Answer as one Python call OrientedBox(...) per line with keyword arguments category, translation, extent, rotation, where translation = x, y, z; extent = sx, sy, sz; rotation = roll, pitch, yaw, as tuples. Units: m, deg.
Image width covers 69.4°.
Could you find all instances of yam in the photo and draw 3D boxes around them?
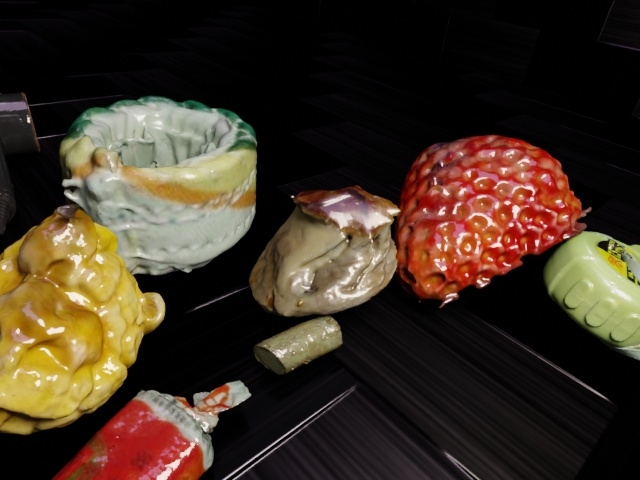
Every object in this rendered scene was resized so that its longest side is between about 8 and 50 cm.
OrientedBox(category="yam", translation=(-0.022, 0.112, 0.494), extent=(0.094, 0.043, 0.043), rotation=(-20, 42, -35))

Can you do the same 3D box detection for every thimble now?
OrientedBox(category="thimble", translation=(-0.218, -0.083, 0.639), extent=(0.253, 0.168, 0.288), rotation=(9, 32, 3))

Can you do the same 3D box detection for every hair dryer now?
OrientedBox(category="hair dryer", translation=(-0.524, -0.112, 0.695), extent=(0.188, 0.107, 0.352), rotation=(-16, 45, -28))

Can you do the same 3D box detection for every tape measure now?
OrientedBox(category="tape measure", translation=(0.377, 0.066, 0.593), extent=(0.175, 0.106, 0.200), rotation=(29, 38, 10))

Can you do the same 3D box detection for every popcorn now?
OrientedBox(category="popcorn", translation=(-0.240, 0.075, 0.425), extent=(0.140, 0.163, 0.194), rotation=(-6, 63, 12))

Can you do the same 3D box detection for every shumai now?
OrientedBox(category="shumai", translation=(0.000, 0.000, 0.558), extent=(0.201, 0.120, 0.201), rotation=(-12, 28, 6))

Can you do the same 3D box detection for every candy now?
OrientedBox(category="candy", translation=(-0.156, 0.189, 0.331), extent=(0.086, 0.059, 0.292), rotation=(23, 37, 20))

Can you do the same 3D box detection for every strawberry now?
OrientedBox(category="strawberry", translation=(0.190, -0.058, 0.654), extent=(0.280, 0.150, 0.253), rotation=(-26, 23, -14))

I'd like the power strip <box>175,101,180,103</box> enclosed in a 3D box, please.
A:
OrientedBox(category="power strip", translation=(-0.334, -0.254, 0.991), extent=(0.075, 0.042, 0.175), rotation=(2, 35, -8))
